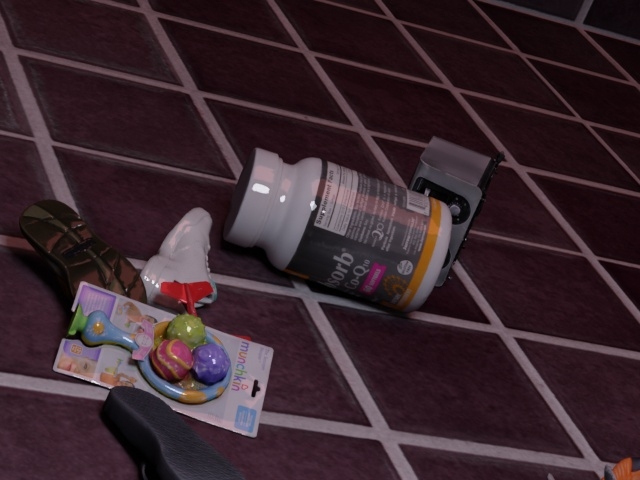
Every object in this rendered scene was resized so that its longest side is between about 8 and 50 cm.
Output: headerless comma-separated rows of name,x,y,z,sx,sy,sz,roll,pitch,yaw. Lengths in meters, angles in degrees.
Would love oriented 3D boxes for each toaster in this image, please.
toaster,0.176,-0.049,2.592,0.110,0.168,0.185,25,24,4

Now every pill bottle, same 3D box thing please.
pill bottle,0.022,-0.018,2.394,0.278,0.162,0.162,18,24,-9

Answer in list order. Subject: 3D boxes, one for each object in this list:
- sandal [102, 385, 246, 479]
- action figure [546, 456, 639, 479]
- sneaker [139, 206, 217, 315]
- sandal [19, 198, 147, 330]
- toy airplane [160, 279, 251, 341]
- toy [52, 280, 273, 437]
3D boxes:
sandal,-0.149,0.232,1.852,0.097,0.054,0.254,17,14,-33
action figure,0.440,0.289,2.100,0.330,0.341,0.178,-8,68,-15
sneaker,-0.163,0.039,2.223,0.094,0.080,0.212,31,34,-1
sandal,-0.280,0.040,2.110,0.090,0.060,0.219,-31,60,-30
toy airplane,-0.145,0.102,2.095,0.151,0.028,0.151,16,49,-19
toy,-0.167,0.121,2.010,0.237,0.056,0.137,18,45,-7
